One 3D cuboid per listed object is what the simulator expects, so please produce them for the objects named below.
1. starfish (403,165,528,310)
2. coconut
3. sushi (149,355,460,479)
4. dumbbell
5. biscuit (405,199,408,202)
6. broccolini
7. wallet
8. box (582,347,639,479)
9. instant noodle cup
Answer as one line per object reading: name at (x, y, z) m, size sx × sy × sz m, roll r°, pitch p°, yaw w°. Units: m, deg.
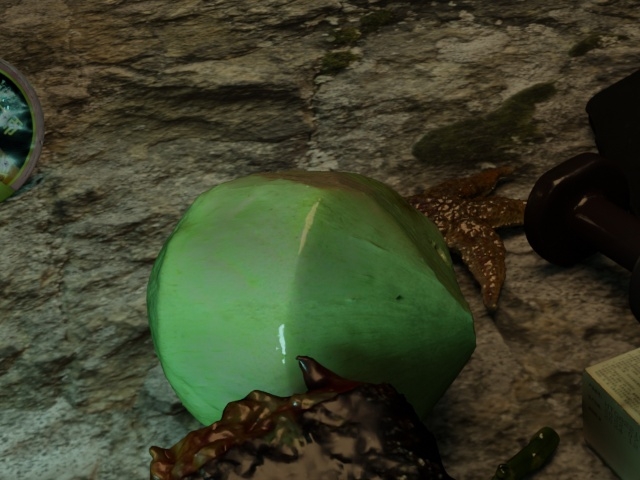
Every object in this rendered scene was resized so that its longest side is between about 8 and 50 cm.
starfish at (0.169, -0.022, 1.525) m, size 0.302 × 0.060 × 0.299 m, roll -29°, pitch 34°, yaw -30°
coconut at (0.004, 0.070, 1.208) m, size 0.328 × 0.328 × 0.281 m, roll 9°, pitch 65°, yaw 27°
sushi at (-0.060, 0.247, 0.987) m, size 0.343 × 0.196 × 0.182 m, roll -26°, pitch 43°, yaw -18°
dumbbell at (0.337, 0.001, 1.377) m, size 0.140 × 0.124 × 0.225 m, roll -28°, pitch 35°, yaw -18°
biscuit at (0.000, -0.001, 1.527) m, size 0.203 × 0.016 × 0.144 m, roll 0°, pitch 47°, yaw 36°
broccolini at (0.144, 0.233, 1.147) m, size 0.067 × 0.058 × 0.216 m, roll 50°, pitch 45°, yaw 7°
wallet at (0.446, -0.124, 1.565) m, size 0.197 × 0.051 × 0.377 m, roll -32°, pitch 28°, yaw 16°
box at (0.360, 0.176, 1.124) m, size 0.168 × 0.095 × 0.212 m, roll -20°, pitch 34°, yaw -14°
instant noodle cup at (-0.559, -0.173, 1.824) m, size 0.244 × 0.244 × 0.255 m, roll -28°, pitch 28°, yaw -28°
